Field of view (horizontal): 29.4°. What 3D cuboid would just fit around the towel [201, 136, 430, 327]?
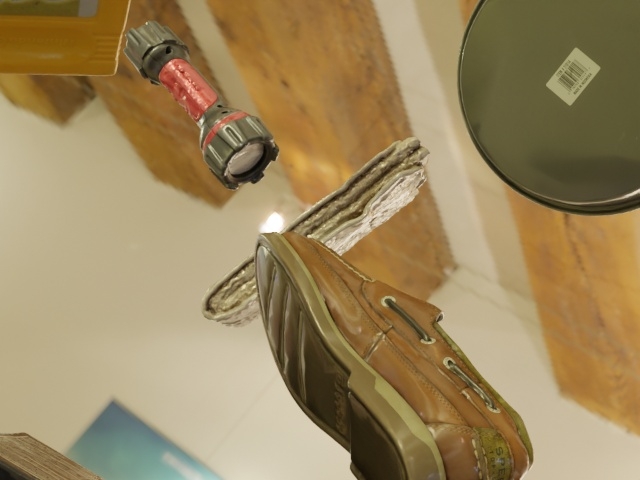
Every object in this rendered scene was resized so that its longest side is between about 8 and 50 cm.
[{"bbox_3d":[0.000,0.000,1.295,0.049,0.282,0.187,52,-2,8],"label":"towel"}]

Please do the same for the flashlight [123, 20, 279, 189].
[{"bbox_3d":[-0.181,-0.203,1.749,0.304,0.103,0.103,49,-34,28],"label":"flashlight"}]

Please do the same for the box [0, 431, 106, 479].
[{"bbox_3d":[-0.330,0.377,1.484,0.296,0.183,0.294,29,-6,9],"label":"box"}]

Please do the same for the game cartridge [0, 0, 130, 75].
[{"bbox_3d":[-0.328,-0.288,1.234,0.323,0.285,0.052,112,-30,-50],"label":"game cartridge"}]

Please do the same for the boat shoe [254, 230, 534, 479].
[{"bbox_3d":[0.043,0.090,0.905,0.307,0.104,0.110,-126,-150,-46],"label":"boat shoe"}]

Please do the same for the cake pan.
[{"bbox_3d":[0.269,-0.166,1.243,0.293,0.293,0.054,34,22,18],"label":"cake pan"}]
